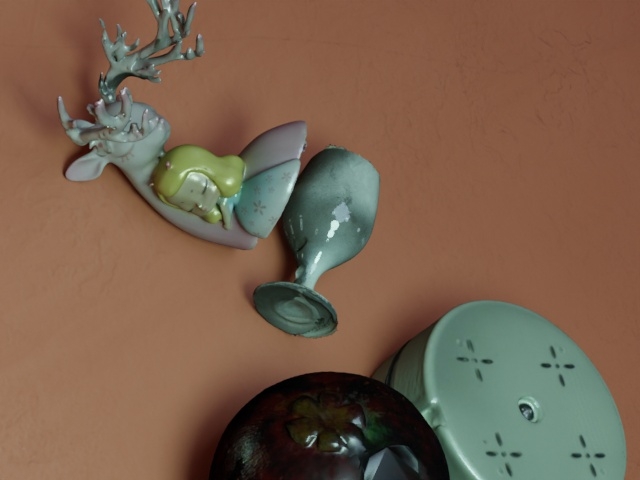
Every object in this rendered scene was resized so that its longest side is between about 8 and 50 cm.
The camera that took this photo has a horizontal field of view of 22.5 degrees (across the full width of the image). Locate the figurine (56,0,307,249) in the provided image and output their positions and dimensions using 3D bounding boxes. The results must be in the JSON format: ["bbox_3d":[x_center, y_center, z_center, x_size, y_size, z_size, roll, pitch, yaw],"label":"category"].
[{"bbox_3d":[-0.170,-0.146,1.950,0.315,0.284,0.206,19,57,-18],"label":"figurine"}]

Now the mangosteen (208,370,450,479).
[{"bbox_3d":[0.015,0.303,1.888,0.311,0.311,0.311,17,60,-33],"label":"mangosteen"}]

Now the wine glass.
[{"bbox_3d":[0.000,0.000,2.109,0.126,0.126,0.241,36,53,-21],"label":"wine glass"}]

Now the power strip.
[{"bbox_3d":[0.239,0.258,2.126,0.357,0.161,0.357,21,48,-25],"label":"power strip"}]
